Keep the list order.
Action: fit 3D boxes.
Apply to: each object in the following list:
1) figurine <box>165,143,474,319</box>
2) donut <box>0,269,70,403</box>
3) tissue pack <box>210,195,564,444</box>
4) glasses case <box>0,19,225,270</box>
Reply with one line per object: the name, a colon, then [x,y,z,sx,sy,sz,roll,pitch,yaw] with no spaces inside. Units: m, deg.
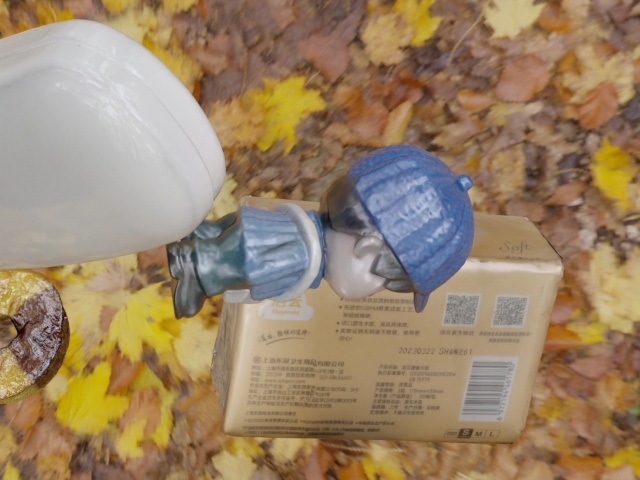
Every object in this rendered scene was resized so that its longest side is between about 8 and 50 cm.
figurine: [0.000,0.000,0.613,0.149,0.086,0.087,-6,104,-4]
donut: [-0.312,0.095,1.246,0.140,0.059,0.140,-3,68,7]
tissue pack: [0.050,0.062,1.257,0.305,0.238,0.239,3,87,-13]
glasses case: [-0.129,-0.033,0.523,0.092,0.233,0.059,54,55,-24]
